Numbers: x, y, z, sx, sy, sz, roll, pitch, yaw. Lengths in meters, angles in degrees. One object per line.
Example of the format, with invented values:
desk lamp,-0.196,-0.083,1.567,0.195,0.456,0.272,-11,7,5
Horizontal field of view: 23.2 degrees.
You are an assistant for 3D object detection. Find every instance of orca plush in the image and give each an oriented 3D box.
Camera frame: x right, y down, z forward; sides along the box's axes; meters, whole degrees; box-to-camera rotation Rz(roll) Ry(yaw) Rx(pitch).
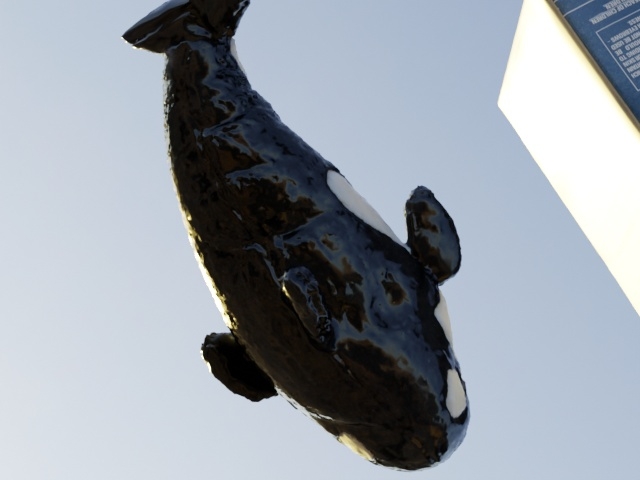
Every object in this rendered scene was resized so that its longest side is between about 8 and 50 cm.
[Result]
orca plush,0.000,0.000,0.797,0.102,0.151,0.287,-129,-157,-80

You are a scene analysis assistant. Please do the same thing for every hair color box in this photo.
hair color box,0.251,-0.012,0.968,0.347,0.105,0.174,60,-12,19
